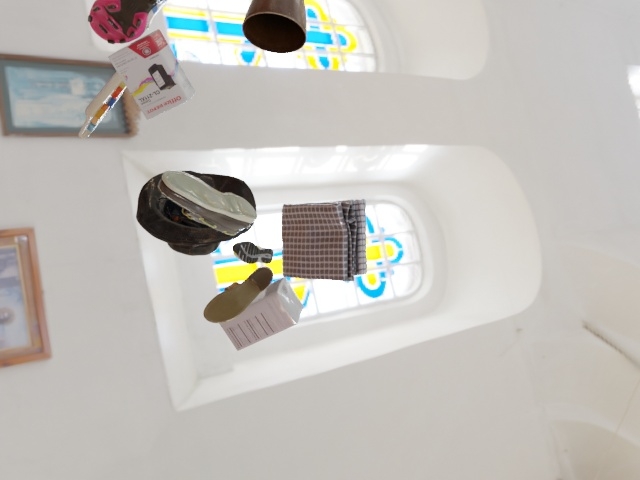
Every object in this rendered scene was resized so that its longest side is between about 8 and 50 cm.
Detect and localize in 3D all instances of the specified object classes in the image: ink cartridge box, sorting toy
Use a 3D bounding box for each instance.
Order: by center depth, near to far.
[{"bbox_3d":[-0.409,-0.404,1.506,0.128,0.072,0.175,-21,-63,16],"label":"ink cartridge box"},{"bbox_3d":[-0.591,-0.378,1.698,0.193,0.038,0.208,-60,-164,-21],"label":"sorting toy"}]

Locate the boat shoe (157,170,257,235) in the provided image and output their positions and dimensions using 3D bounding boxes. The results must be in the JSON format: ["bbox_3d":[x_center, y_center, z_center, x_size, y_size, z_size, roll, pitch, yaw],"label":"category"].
[{"bbox_3d":[-0.217,-0.062,1.156,0.069,0.228,0.081,-42,-127,20],"label":"boat shoe"}]

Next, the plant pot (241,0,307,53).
[{"bbox_3d":[-0.136,-0.784,2.049,0.215,0.215,0.230,-16,-120,53],"label":"plant pot"}]

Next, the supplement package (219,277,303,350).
[{"bbox_3d":[-0.202,0.250,2.102,0.244,0.139,0.133,-26,-76,16],"label":"supplement package"}]

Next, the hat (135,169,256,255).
[{"bbox_3d":[-0.317,-0.048,1.591,0.331,0.331,0.133,45,-40,38],"label":"hat"}]

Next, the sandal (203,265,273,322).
[{"bbox_3d":[-0.237,0.157,1.826,0.088,0.240,0.079,52,4,-9],"label":"sandal"}]

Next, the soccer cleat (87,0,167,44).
[{"bbox_3d":[-0.393,-0.546,1.364,0.331,0.143,0.116,-14,-50,45],"label":"soccer cleat"}]

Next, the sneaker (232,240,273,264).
[{"bbox_3d":[-0.269,0.046,2.287,0.094,0.208,0.081,11,-96,33],"label":"sneaker"}]

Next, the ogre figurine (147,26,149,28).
[{"bbox_3d":[-0.583,-0.720,1.913,0.197,0.097,0.118,-21,-102,21],"label":"ogre figurine"}]

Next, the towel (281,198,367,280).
[{"bbox_3d":[0.000,0.000,1.792,0.284,0.121,0.234,0,-90,45],"label":"towel"}]
